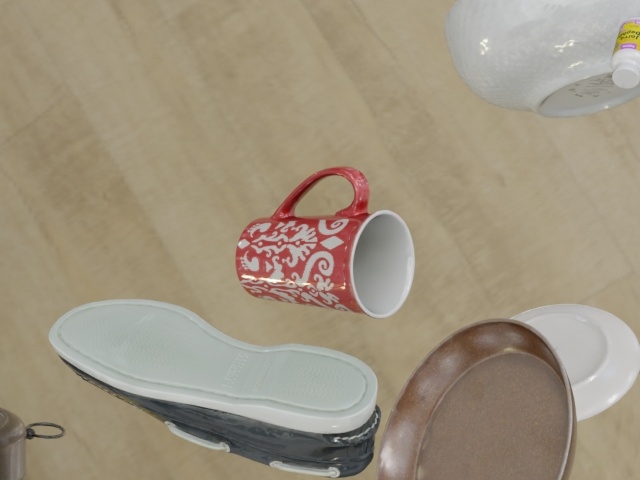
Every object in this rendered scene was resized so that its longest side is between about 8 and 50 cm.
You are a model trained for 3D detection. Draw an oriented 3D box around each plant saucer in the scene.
[{"bbox_3d":[0.100,0.132,0.777,0.029,0.168,0.168,27,106,-31],"label":"plant saucer"}]

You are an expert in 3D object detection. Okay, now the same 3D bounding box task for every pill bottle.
[{"bbox_3d":[0.354,-0.212,1.416,0.043,0.043,0.083,15,54,11],"label":"pill bottle"}]

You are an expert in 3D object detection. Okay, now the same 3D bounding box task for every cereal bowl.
[{"bbox_3d":[0.334,-0.250,1.598,0.339,0.339,0.141,-15,75,17],"label":"cereal bowl"}]

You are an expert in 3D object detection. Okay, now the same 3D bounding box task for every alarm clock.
[{"bbox_3d":[-0.321,0.187,1.151,0.129,0.192,0.064,13,102,44],"label":"alarm clock"}]

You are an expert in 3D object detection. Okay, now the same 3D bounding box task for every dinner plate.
[{"bbox_3d":[0.194,0.097,1.038,0.141,0.141,0.017,-9,127,17],"label":"dinner plate"}]

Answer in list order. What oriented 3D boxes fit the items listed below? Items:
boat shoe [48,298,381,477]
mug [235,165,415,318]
[{"bbox_3d":[-0.096,0.131,1.069,0.302,0.114,0.091,16,130,23],"label":"boat shoe"},{"bbox_3d":[0.005,0.005,1.341,0.169,0.113,0.150,2,70,39],"label":"mug"}]
